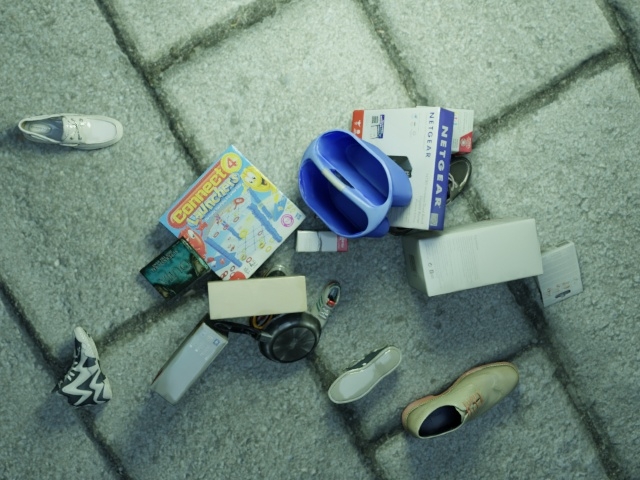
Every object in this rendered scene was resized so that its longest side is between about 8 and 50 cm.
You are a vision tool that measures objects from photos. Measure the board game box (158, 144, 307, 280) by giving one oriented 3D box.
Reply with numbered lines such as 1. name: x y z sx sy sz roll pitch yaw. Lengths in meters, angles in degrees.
1. board game box: -0.253 -0.066 1.913 0.302 0.086 0.308 43 88 -8

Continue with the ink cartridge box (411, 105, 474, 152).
1. ink cartridge box: 0.348 -0.324 1.948 0.176 0.127 0.128 3 93 -6

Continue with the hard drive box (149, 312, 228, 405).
1. hard drive box: -0.369 0.335 1.877 0.089 0.181 0.232 39 88 -7

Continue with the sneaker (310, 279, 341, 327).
1. sneaker: 0.016 0.196 1.966 0.057 0.075 0.161 27 90 -7

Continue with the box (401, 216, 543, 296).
1. box: 0.441 0.041 1.937 0.346 0.215 0.168 -11 95 -5

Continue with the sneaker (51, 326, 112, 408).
1. sneaker: -0.709 0.377 1.882 0.153 0.094 0.234 -20 106 -14

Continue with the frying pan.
1. frying pan: -0.126 0.260 1.894 0.197 0.053 0.326 -44 129 10

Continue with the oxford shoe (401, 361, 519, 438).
1. oxford shoe: 0.447 0.503 1.998 0.397 0.146 0.140 -29 96 -4

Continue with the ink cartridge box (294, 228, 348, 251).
1. ink cartridge box: 0.000 0.000 1.935 0.151 0.109 0.063 1 94 -7

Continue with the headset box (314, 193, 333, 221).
1. headset box: 0.015 -0.098 1.970 0.062 0.032 0.083 3 92 -7

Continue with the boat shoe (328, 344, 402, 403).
1. boat shoe: 0.131 0.401 1.990 0.255 0.079 0.095 -39 94 -6

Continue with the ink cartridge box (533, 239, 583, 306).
1. ink cartridge box: 0.746 0.104 2.074 0.146 0.045 0.179 -21 114 -6

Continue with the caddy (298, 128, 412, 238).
1. caddy: 0.082 -0.152 1.799 0.341 0.179 0.241 47 113 33

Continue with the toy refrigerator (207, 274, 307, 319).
1. toy refrigerator: -0.180 0.158 1.853 0.270 0.094 0.102 -4 91 -11

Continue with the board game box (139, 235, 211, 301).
1. board game box: -0.419 0.084 1.887 0.186 0.026 0.126 -36 100 27

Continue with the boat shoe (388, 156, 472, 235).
1. boat shoe: 0.336 -0.130 1.974 0.335 0.095 0.112 -40 97 -3

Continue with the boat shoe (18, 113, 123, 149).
1. boat shoe: -0.703 -0.308 1.841 0.277 0.096 0.098 -2 93 -7

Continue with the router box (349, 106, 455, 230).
1. router box: 0.217 -0.205 1.866 0.082 0.301 0.335 2 93 -48

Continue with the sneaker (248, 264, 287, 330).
1. sneaker: -0.150 0.177 1.943 0.084 0.083 0.214 19 90 -6
